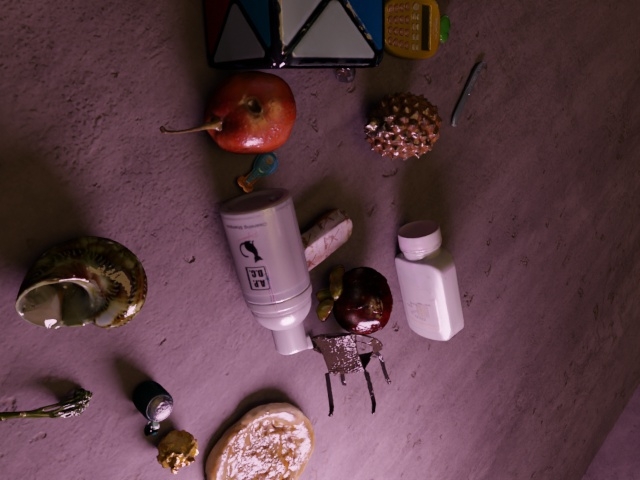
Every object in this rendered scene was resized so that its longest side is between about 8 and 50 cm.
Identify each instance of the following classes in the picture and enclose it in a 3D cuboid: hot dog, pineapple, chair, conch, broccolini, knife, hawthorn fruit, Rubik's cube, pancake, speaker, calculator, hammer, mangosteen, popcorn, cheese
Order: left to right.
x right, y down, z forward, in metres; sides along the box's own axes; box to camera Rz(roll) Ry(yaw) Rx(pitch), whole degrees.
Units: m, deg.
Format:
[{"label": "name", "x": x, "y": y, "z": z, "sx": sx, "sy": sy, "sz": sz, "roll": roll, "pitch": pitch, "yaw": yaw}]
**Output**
[{"label": "broccolini", "x": -0.481, "y": 0.283, "z": 0.932, "sx": 0.194, "sy": 0.052, "sz": 0.054, "roll": 8, "pitch": 91, "yaw": -39}, {"label": "conch", "x": -0.386, "y": 0.078, "z": 0.921, "sx": 0.187, "sy": 0.124, "sz": 0.182, "roll": -30, "pitch": 130, "yaw": -3}, {"label": "speaker", "x": -0.315, "y": 0.321, "z": 1.055, "sx": 0.060, "sy": 0.075, "sz": 0.095, "roll": -20, "pitch": 112, "yaw": -33}, {"label": "popcorn", "x": -0.283, "y": 0.420, "z": 1.104, "sx": 0.082, "sy": 0.083, "sz": 0.057, "roll": -39, "pitch": 152, "yaw": -50}, {"label": "hawthorn fruit", "x": -0.170, "y": -0.207, "z": 0.989, "sx": 0.285, "sy": 0.165, "sz": 0.165, "roll": -32, "pitch": 119, "yaw": -38}, {"label": "cheese", "x": -0.125, "y": -0.143, "z": 1.131, "sx": 0.047, "sy": 0.017, "sz": 0.111, "roll": 48, "pitch": 64, "yaw": -15}, {"label": "pancake", "x": -0.128, "y": 0.495, "z": 1.264, "sx": 0.282, "sy": 0.049, "sz": 0.283, "roll": -9, "pitch": 107, "yaw": -33}, {"label": "Rubik's cube", "x": -0.049, "y": -0.432, "z": 0.985, "sx": 0.246, "sy": 0.248, "sz": 0.250, "roll": -14, "pitch": 109, "yaw": -36}, {"label": "hot dog", "x": 0.000, "y": 0.000, "z": 1.245, "sx": 0.191, "sy": 0.059, "sz": 0.108, "roll": -38, "pitch": 135, "yaw": -30}, {"label": "chair", "x": 0.066, "y": 0.284, "z": 1.291, "sx": 0.149, "sy": 0.174, "sz": 0.213, "roll": -47, "pitch": 125, "yaw": -63}, {"label": "mangosteen", "x": 0.077, "y": 0.135, "z": 1.282, "sx": 0.180, "sy": 0.166, "sz": 0.166, "roll": 13, "pitch": 92, "yaw": -8}, {"label": "hammer", "x": 0.086, "y": -0.529, "z": 1.185, "sx": 0.111, "sy": 0.043, "sz": 0.366, "roll": 45, "pitch": 58, "yaw": -78}, {"label": "pineapple", "x": 0.173, "y": -0.258, "z": 1.260, "sx": 0.193, "sy": 0.166, "sz": 0.167, "roll": -5, "pitch": 103, "yaw": -37}, {"label": "calculator", "x": 0.225, "y": -0.510, "z": 1.323, "sx": 0.234, "sy": 0.032, "sz": 0.146, "roll": -11, "pitch": 107, "yaw": -35}, {"label": "knife", "x": 0.396, "y": -0.400, "z": 1.495, "sx": 0.028, "sy": 0.015, "sz": 0.210, "roll": 30, "pitch": 81, "yaw": -32}]

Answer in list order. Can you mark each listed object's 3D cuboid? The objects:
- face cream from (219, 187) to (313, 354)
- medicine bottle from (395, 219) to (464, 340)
[{"label": "face cream", "x": -0.090, "y": 0.089, "z": 1.135, "sx": 0.145, "sy": 0.145, "sz": 0.370, "roll": -26, "pitch": 114, "yaw": -31}, {"label": "medicine bottle", "x": 0.274, "y": 0.102, "z": 1.420, "sx": 0.111, "sy": 0.161, "sz": 0.297, "roll": -31, "pitch": 116, "yaw": -31}]
